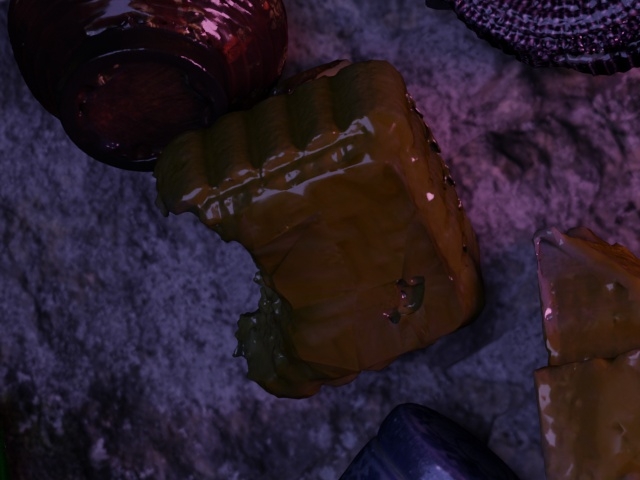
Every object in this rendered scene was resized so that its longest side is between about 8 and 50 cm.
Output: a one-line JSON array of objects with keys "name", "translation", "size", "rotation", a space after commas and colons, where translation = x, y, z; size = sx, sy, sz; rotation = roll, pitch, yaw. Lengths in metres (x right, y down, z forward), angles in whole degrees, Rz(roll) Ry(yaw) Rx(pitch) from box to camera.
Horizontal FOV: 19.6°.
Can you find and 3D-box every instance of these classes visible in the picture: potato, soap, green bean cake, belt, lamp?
[{"name": "potato", "translation": [0.011, -0.094, 1.601], "size": [0.103, 0.096, 0.066], "rotation": [50, 139, 18]}, {"name": "soap", "translation": [0.343, 0.103, 1.404], "size": [0.339, 0.169, 0.304], "rotation": [-11, 75, 26]}, {"name": "green bean cake", "translation": [0.000, 0.000, 1.518], "size": [0.233, 0.124, 0.236], "rotation": [-22, 121, 11]}, {"name": "belt", "translation": [0.211, -0.302, 1.518], "size": [0.260, 0.122, 0.324], "rotation": [8, 90, 15]}, {"name": "lamp", "translation": [-0.147, -0.181, 1.591], "size": [0.247, 0.247, 0.247], "rotation": [-1, 88, 19]}]

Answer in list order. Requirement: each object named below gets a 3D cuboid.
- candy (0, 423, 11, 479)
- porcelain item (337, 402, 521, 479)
[{"name": "candy", "translation": [-0.379, 0.202, 1.731], "size": [0.203, 0.078, 0.141], "rotation": [6, 90, 25]}, {"name": "porcelain item", "translation": [0.094, 0.213, 1.524], "size": [0.147, 0.147, 0.114], "rotation": [40, 99, 16]}]
